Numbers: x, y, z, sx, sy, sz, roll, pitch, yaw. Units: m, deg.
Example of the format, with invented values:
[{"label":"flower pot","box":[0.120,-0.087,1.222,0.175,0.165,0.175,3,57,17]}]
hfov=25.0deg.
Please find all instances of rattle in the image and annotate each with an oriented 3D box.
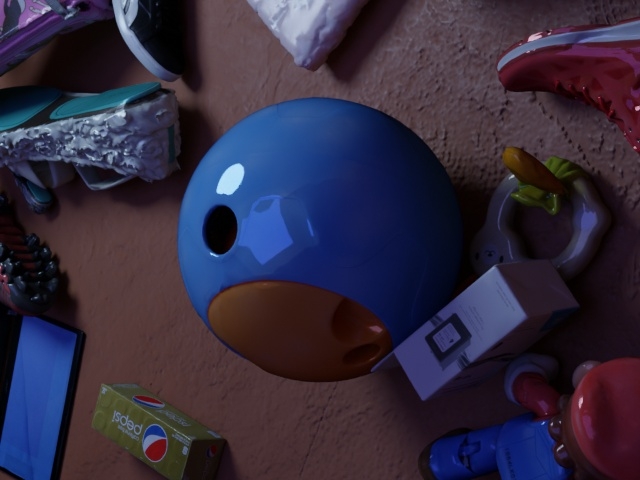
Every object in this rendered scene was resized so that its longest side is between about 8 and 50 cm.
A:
[{"label":"rattle","box":[0.174,0.007,1.400,0.199,0.143,0.130,-40,80,26]}]

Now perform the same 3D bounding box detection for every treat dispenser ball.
[{"label":"treat dispenser ball","box":[0.000,0.000,1.453,0.288,0.288,0.288,-5,83,42]}]

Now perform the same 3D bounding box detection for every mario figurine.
[{"label":"mario figurine","box":[0.248,0.204,1.350,0.198,0.170,0.320,52,137,-7]}]

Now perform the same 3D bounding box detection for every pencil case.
[{"label":"pencil case","box":[-0.452,-0.269,1.892,0.386,0.167,0.160,-30,91,11]}]

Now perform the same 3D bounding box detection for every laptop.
[{"label":"laptop","box":[-0.474,0.203,1.965,0.136,0.264,0.234,-147,68,-78]}]

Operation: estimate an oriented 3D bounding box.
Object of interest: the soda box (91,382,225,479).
[{"label":"soda box","box":[-0.201,0.236,1.769,0.181,0.058,0.061,24,103,41]}]

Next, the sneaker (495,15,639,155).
[{"label":"sneaker","box":[0.264,-0.135,1.363,0.221,0.087,0.128,-10,79,43]}]

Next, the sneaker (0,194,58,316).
[{"label":"sneaker","box":[-0.451,0.034,1.988,0.276,0.097,0.135,45,115,38]}]

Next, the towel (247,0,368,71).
[{"label":"towel","box":[0.003,-0.413,1.646,0.332,0.053,0.317,-53,54,25]}]

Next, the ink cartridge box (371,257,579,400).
[{"label":"ink cartridge box","box":[0.145,0.094,1.371,0.180,0.104,0.060,-43,68,32]}]

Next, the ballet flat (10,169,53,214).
[{"label":"ballet flat","box":[-0.406,-0.079,1.998,0.041,0.041,0.114,-50,55,27]}]

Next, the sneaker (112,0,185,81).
[{"label":"sneaker","box":[-0.199,-0.316,1.803,0.121,0.079,0.217,-36,68,26]}]

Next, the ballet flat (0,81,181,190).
[{"label":"ballet flat","box":[-0.334,-0.126,1.882,0.409,0.147,0.147,4,89,43]}]
